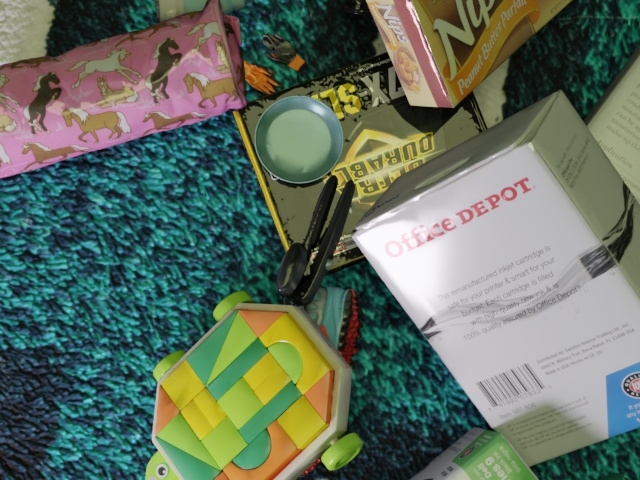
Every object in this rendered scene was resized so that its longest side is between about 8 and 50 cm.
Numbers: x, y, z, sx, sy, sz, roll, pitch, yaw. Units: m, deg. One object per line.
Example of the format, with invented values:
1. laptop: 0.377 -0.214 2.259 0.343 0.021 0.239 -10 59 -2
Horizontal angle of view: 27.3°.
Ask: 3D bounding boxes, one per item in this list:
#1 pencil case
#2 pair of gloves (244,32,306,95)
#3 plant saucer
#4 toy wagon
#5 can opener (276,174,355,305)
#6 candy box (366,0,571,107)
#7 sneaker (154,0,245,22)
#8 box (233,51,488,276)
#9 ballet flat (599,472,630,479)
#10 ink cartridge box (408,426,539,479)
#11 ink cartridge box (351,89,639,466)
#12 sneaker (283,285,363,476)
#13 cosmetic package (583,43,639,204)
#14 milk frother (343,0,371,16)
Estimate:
1. pencil case: -0.285 -0.202 1.747 0.386 0.160 0.167 -15 71 2
2. pair of gloves: -0.070 -0.248 1.855 0.074 0.010 0.083 39 83 2
3. plant saucer: -0.029 -0.134 1.764 0.119 0.021 0.119 0 83 -2
4. toy wagon: -0.116 0.245 1.717 0.344 0.068 0.267 -44 67 10
5. can opener: 0.000 0.000 1.735 0.059 0.073 0.186 25 75 8
6. candy box: 0.211 -0.337 1.750 0.316 0.087 0.183 -42 121 -28
7. sneaker: -0.168 -0.482 1.826 0.150 0.135 0.366 -4 93 -11
8. box: 0.072 -0.113 1.816 0.322 0.079 0.257 -20 83 -5
9. ballet flat: 0.327 0.410 1.772 0.247 0.083 0.087 -30 100 -4
10. ink cartridge box: 0.141 0.378 1.696 0.289 0.211 0.121 -38 87 -6
11. ink cartridge box: 0.276 0.054 1.651 0.285 0.166 0.395 -28 104 36
12. sneaker: -0.024 0.186 1.783 0.125 0.104 0.262 11 84 22
13. cosmetic package: 0.490 -0.148 1.796 0.230 0.161 0.453 38 84 2
14. milk frother: 0.107 -0.377 1.814 0.143 0.129 0.135 -3 100 -10
